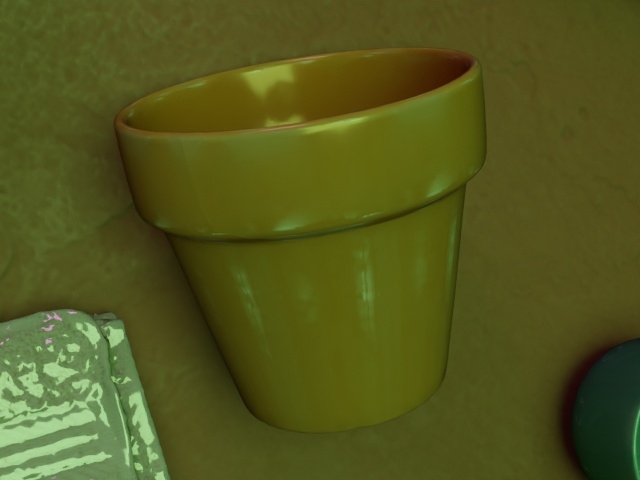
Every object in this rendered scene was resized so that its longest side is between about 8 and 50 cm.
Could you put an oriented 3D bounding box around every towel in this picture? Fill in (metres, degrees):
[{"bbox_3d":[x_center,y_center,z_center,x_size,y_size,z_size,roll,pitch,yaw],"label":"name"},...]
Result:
[{"bbox_3d":[-0.222,0.154,0.531,0.282,0.049,0.187,-17,78,-19],"label":"towel"}]

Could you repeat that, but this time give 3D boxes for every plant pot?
[{"bbox_3d":[0.000,0.000,0.570,0.205,0.205,0.188,-16,111,-19],"label":"plant pot"}]

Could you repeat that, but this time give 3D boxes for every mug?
[{"bbox_3d":[0.238,0.144,0.691,0.129,0.097,0.158,45,77,-14],"label":"mug"}]
